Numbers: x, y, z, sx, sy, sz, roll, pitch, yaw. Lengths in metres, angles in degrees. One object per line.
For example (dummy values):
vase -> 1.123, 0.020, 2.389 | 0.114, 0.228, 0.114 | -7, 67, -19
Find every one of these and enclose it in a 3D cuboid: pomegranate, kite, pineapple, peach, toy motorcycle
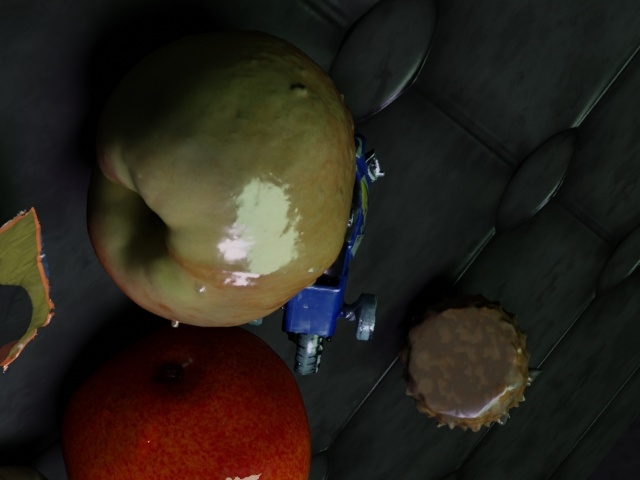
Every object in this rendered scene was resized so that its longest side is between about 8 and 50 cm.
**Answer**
pomegranate -> -0.115, 0.192, 1.295 | 0.221, 0.221, 0.256 | -37, 157, -24
kite -> -0.309, 0.117, 1.019 | 0.377, 0.013, 0.327 | -50, 168, 20
pineapple -> 0.195, 0.152, 1.814 | 0.169, 0.169, 0.340 | -52, 167, 4
peach -> -0.057, -0.051, 1.064 | 0.232, 0.232, 0.232 | -37, 151, -24
toy motorcycle -> 0.000, 0.000, 1.303 | 0.315, 0.113, 0.168 | 98, -1, -61

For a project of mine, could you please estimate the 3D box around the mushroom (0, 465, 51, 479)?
mushroom -> -0.306, 0.366, 1.320 | 0.177, 0.126, 0.397 | -58, 169, -48
